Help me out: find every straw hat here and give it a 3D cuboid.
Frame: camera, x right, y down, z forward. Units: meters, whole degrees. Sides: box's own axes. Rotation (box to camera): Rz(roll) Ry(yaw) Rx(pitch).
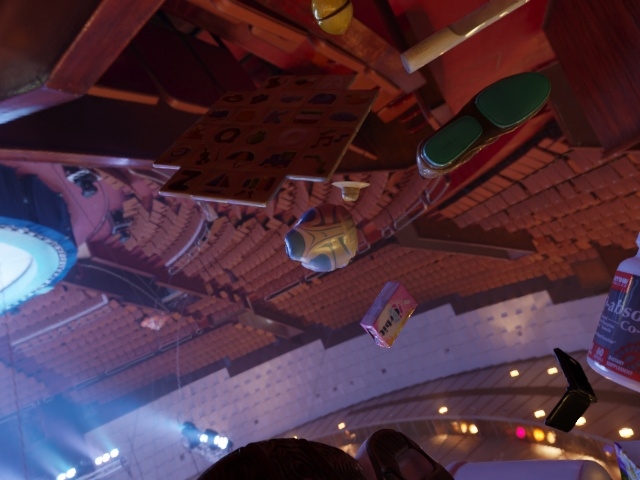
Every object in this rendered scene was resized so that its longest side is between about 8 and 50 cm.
[{"bbox_3d":[0.107,-0.172,1.527,0.144,0.061,0.144,0,179,0],"label":"straw hat"}]

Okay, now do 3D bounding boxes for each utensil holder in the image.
[{"bbox_3d":[0.548,0.746,1.102,0.385,0.328,0.327,-29,171,41],"label":"utensil holder"}]

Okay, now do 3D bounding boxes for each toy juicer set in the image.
[{"bbox_3d":[0.091,-0.349,0.553,0.209,0.329,0.089,-51,179,6],"label":"toy juicer set"}]

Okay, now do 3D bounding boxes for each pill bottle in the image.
[{"bbox_3d":[0.788,0.162,0.992,0.210,0.363,0.210,14,-174,-1],"label":"pill bottle"}]

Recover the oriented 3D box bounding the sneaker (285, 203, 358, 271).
[{"bbox_3d":[0.000,0.000,0.558,0.086,0.085,0.237,-10,175,1],"label":"sneaker"}]

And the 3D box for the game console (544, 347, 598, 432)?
[{"bbox_3d":[0.408,0.253,0.719,0.071,0.107,0.122,-33,136,29],"label":"game console"}]

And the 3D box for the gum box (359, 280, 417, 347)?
[{"bbox_3d":[0.215,0.235,1.350,0.188,0.107,0.062,-51,-154,-25],"label":"gum box"}]

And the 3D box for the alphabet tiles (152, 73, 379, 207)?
[{"bbox_3d":[-0.078,-0.170,0.645,0.284,0.011,0.343,8,-133,23],"label":"alphabet tiles"}]

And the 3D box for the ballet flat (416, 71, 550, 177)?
[{"bbox_3d":[0.345,-0.244,0.942,0.342,0.116,0.124,-38,170,-8],"label":"ballet flat"}]

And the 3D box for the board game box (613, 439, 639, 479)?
[{"bbox_3d":[0.767,0.600,0.924,0.141,0.276,0.144,-11,177,14],"label":"board game box"}]

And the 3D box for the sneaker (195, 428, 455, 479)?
[{"bbox_3d":[-0.010,0.355,0.436,0.447,0.169,0.258,29,94,-53],"label":"sneaker"}]
